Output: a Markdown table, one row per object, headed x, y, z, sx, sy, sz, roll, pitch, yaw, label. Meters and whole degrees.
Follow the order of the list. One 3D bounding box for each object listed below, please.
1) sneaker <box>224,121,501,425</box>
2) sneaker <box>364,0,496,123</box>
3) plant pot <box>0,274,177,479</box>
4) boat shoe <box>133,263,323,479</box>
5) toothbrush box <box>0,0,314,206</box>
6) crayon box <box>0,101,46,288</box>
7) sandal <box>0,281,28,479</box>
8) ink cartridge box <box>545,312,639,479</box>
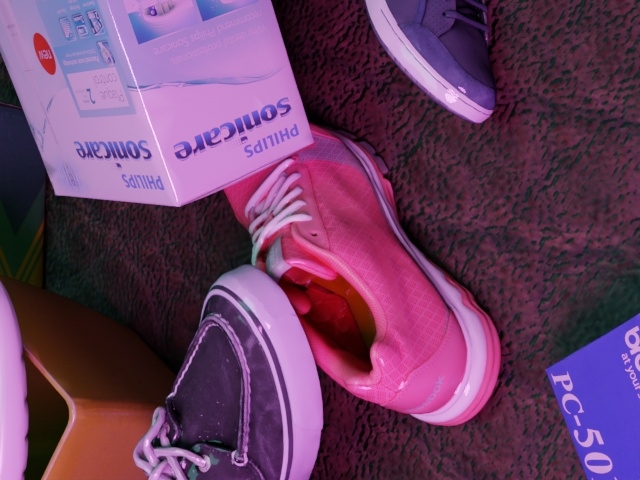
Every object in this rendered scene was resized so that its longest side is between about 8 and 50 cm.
| x | y | z | sx | sy | sz | roll | pitch | yaw | label |
| --- | --- | --- | --- | --- | --- | --- | --- | --- | --- |
| 0.001 | 0.000 | 0.748 | 0.116 | 0.136 | 0.314 | -53 | 55 | 20 | sneaker |
| 0.106 | -0.210 | 0.723 | 0.163 | 0.086 | 0.226 | -39 | 60 | 32 | sneaker |
| -0.226 | 0.166 | 0.878 | 0.212 | 0.187 | 0.212 | 38 | 107 | 35 | plant pot |
| -0.079 | 0.159 | 0.734 | 0.113 | 0.105 | 0.306 | 41 | 136 | 33 | boat shoe |
| -0.150 | -0.183 | 0.736 | 0.216 | 0.126 | 0.295 | 8 | 122 | 53 | toothbrush box |
| -0.387 | 0.030 | 1.096 | 0.203 | 0.083 | 0.323 | -7 | 79 | 39 | crayon box |
| -0.311 | 0.215 | 0.752 | 0.169 | 0.102 | 0.416 | 13 | 92 | 39 | sandal |
| 0.210 | 0.151 | 0.594 | 0.097 | 0.046 | 0.207 | -47 | 54 | 52 | ink cartridge box |
